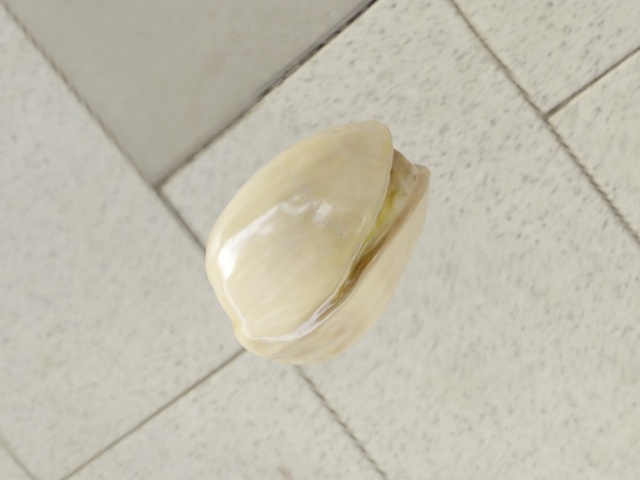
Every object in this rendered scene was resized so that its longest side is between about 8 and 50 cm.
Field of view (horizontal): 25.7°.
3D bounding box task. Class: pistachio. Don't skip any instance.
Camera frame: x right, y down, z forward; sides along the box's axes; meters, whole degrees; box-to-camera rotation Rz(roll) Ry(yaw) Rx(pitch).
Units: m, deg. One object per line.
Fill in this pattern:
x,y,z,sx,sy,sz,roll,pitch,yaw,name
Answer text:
0.000,0.000,1.650,0.238,0.321,0.229,-5,135,51,pistachio
